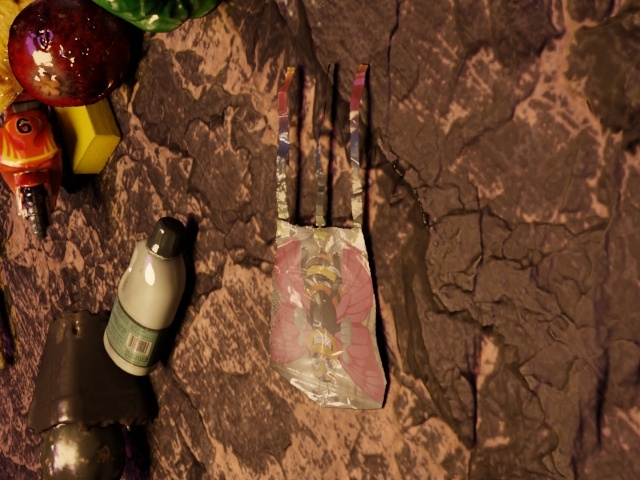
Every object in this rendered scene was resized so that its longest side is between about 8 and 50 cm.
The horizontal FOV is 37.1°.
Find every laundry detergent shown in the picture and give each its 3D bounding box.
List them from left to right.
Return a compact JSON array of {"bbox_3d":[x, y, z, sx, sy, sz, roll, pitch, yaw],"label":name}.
[{"bbox_3d":[-0.221,0.065,1.235,0.099,0.070,0.225,54,134,39],"label":"laundry detergent"}]

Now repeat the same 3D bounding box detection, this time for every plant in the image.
[{"bbox_3d":[-0.323,0.227,1.335,0.164,0.142,0.256,-16,71,52],"label":"plant"}]

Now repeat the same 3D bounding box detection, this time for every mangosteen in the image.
[{"bbox_3d":[-0.332,-0.271,1.279,0.166,0.166,0.180,-38,40,48],"label":"mangosteen"}]

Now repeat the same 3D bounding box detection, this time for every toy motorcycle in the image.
[{"bbox_3d":[-0.420,-0.125,1.400,0.298,0.089,0.171,-118,16,-58],"label":"toy motorcycle"}]

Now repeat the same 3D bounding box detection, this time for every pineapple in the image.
[{"bbox_3d":[-0.488,-0.284,1.409,0.250,0.140,0.164,-50,27,-5],"label":"pineapple"}]

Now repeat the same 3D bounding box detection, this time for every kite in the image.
[{"bbox_3d":[-0.003,0.000,0.986,0.204,0.022,0.360,8,102,51],"label":"kite"}]

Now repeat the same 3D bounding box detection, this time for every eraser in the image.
[{"bbox_3d":[-0.339,-0.172,1.379,0.097,0.045,0.122,-47,58,46],"label":"eraser"}]

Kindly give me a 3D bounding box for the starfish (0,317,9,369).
[{"bbox_3d":[-0.707,0.086,1.854,0.432,0.082,0.324,10,106,46],"label":"starfish"}]

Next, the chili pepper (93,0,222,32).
[{"bbox_3d":[-0.248,-0.393,1.111,0.385,0.213,0.167,56,147,24],"label":"chili pepper"}]
